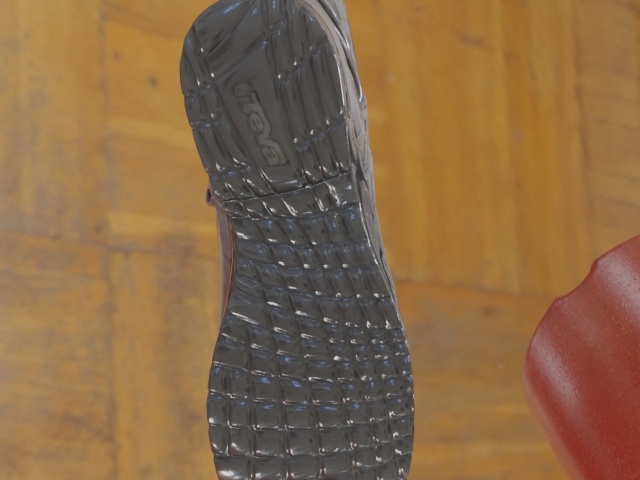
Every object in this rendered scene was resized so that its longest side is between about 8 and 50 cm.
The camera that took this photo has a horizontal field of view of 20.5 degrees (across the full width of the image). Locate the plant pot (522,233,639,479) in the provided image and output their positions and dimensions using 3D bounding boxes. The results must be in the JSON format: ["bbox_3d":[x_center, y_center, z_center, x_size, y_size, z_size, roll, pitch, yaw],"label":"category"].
[{"bbox_3d":[0.281,0.140,1.171,0.272,0.272,0.265,33,17,-42],"label":"plant pot"}]

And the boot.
[{"bbox_3d":[0.000,0.000,1.051,0.223,0.118,0.338,-68,156,-75],"label":"boot"}]
